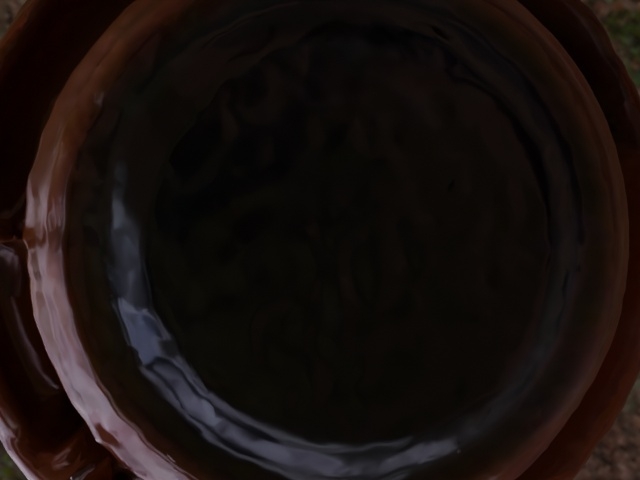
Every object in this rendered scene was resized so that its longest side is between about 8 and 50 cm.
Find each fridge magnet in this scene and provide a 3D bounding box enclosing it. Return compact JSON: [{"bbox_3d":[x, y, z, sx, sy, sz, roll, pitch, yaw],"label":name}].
[{"bbox_3d":[0.000,0.000,0.625,0.363,0.364,0.155,35,176,-9],"label":"fridge magnet"}]
